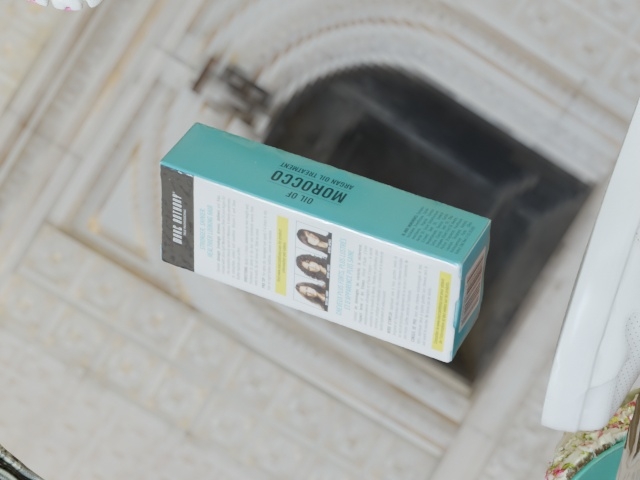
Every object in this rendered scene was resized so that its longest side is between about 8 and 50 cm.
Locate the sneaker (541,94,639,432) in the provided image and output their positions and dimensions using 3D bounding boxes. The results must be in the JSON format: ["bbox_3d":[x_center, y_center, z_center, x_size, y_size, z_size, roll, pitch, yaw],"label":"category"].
[{"bbox_3d":[0.242,-0.003,1.099,0.108,0.169,0.293,-42,-28,-79],"label":"sneaker"}]

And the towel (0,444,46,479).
[{"bbox_3d":[-0.276,0.244,1.743,0.056,0.312,0.324,-54,14,-22],"label":"towel"}]

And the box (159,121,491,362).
[{"bbox_3d":[0.000,0.000,1.426,0.060,0.244,0.100,-53,-25,-44],"label":"box"}]

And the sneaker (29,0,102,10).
[{"bbox_3d":[-0.210,-0.198,1.185,0.075,0.170,0.063,100,-173,-46],"label":"sneaker"}]

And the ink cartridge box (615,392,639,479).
[{"bbox_3d":[0.226,0.107,0.764,0.235,0.193,0.088,90,-165,-78],"label":"ink cartridge box"}]

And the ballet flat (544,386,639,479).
[{"bbox_3d":[0.262,0.180,1.691,0.241,0.077,0.091,-22,-54,-36],"label":"ballet flat"}]
